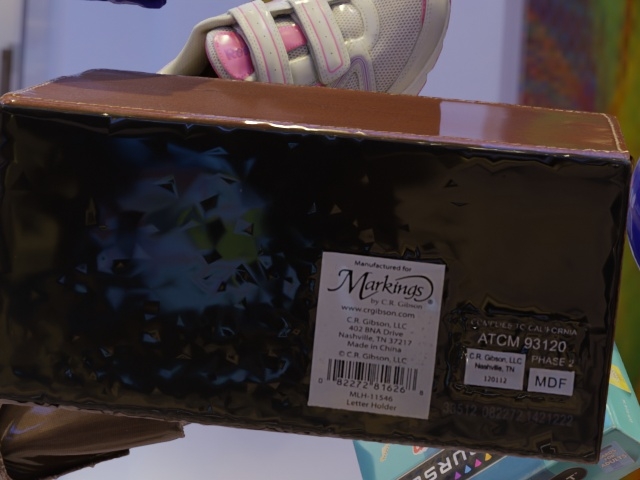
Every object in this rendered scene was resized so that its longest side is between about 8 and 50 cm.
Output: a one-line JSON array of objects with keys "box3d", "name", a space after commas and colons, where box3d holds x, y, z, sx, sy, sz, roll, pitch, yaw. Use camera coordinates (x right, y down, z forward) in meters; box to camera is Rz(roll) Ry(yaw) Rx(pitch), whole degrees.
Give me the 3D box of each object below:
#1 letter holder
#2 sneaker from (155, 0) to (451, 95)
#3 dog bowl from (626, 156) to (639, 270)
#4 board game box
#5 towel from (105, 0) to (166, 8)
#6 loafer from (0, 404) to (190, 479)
[{"box3d": [0.000, 0.000, 1.018, 0.302, 0.152, 0.214, 6, 12, 5], "name": "letter holder"}, {"box3d": [-0.025, -0.117, 1.337, 0.252, 0.103, 0.111, -34, -25, 7], "name": "sneaker"}, {"box3d": [0.366, -0.017, 1.441, 0.265, 0.265, 0.104, 3, 34, -17], "name": "dog bowl"}, {"box3d": [0.140, 0.112, 1.795, 0.254, 0.336, 0.079, -35, -44, 22], "name": "board game box"}, {"box3d": [-0.222, -0.222, 1.068, 0.308, 0.227, 0.076, 2, 45, 11], "name": "towel"}, {"box3d": [-0.191, 0.137, 1.841, 0.130, 0.133, 0.366, 4, 19, 40], "name": "loafer"}]
